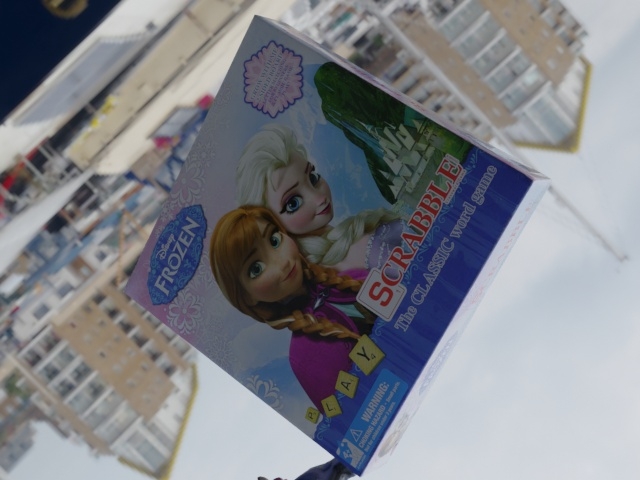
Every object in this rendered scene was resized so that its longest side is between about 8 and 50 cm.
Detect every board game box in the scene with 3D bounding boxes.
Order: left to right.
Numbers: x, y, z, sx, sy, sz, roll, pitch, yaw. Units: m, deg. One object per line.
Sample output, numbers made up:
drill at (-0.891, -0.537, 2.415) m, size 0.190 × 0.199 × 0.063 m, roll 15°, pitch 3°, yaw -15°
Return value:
board game box at (0.000, 0.000, 0.964) m, size 0.066 × 0.318 × 0.319 m, roll -4°, pitch 124°, yaw -62°

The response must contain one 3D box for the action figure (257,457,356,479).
action figure at (-0.061, 0.404, 1.087) m, size 0.341 × 0.178 × 0.330 m, roll -32°, pitch -148°, yaw 18°
